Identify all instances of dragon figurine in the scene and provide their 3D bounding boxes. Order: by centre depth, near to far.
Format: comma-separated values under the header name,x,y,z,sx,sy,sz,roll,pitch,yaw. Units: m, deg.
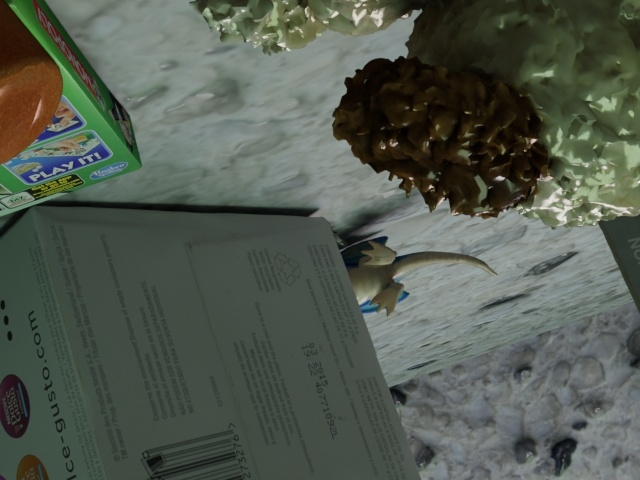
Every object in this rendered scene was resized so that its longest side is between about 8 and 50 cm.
name,x,y,z,sx,sy,sz,roll,pitch,yaw
dragon figurine,0.050,0.046,1.054,0.289,0.085,0.144,-20,180,9

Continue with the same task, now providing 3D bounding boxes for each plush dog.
name,x,y,z,sx,sy,sz,roll,pitch,yaw
plush dog,0.097,-0.112,0.414,0.263,0.225,0.210,-7,159,-33

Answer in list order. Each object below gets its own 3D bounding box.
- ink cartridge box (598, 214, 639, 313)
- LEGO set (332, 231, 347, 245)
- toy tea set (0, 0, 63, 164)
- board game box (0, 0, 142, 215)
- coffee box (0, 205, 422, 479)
name,x,y,z,sx,sy,sz,roll,pitch,yaw
ink cartridge box,0.302,-0.089,0.564,0.272,0.309,0.130,-31,159,35
LEGO set,-0.003,0.000,1.007,0.083,0.023,0.054,-16,166,40
toy tea set,-0.162,-0.137,0.271,0.200,0.124,0.336,-40,166,-40
board game box,-0.285,-0.046,0.520,0.318,0.046,0.213,-19,164,0
coffee box,-0.163,0.190,0.876,0.338,0.337,0.334,-1,156,-47
